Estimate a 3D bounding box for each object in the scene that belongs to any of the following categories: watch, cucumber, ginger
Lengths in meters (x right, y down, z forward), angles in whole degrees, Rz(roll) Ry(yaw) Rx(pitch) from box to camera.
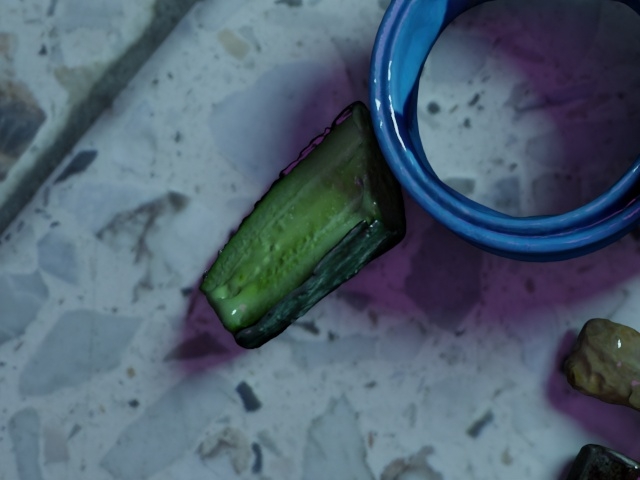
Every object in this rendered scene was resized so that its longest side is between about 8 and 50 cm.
[{"bbox_3d":[0.179,-0.138,0.775,0.274,0.241,0.305,5,86,14],"label":"watch"},{"bbox_3d":[0.000,0.000,0.826,0.193,0.086,0.115,-42,43,-1],"label":"cucumber"},{"bbox_3d":[0.332,0.108,0.817,0.290,0.084,0.122,3,93,0],"label":"ginger"}]

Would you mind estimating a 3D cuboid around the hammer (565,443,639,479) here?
[{"bbox_3d":[0.190,0.256,0.650,0.095,0.409,0.242,32,83,1],"label":"hammer"}]
